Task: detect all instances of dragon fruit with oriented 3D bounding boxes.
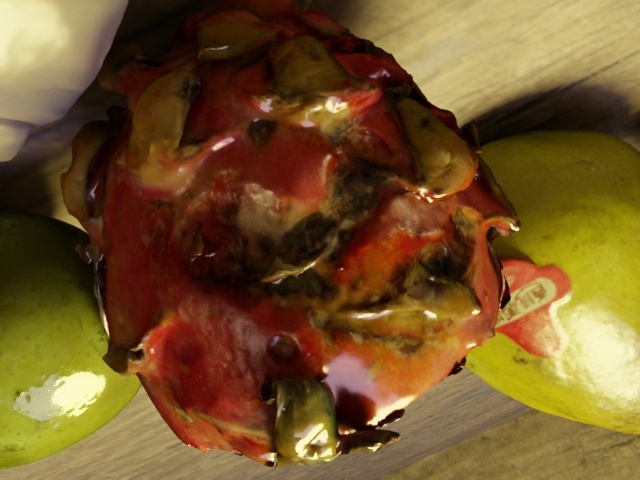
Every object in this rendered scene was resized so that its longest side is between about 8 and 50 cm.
[{"bbox_3d":[-0.053,-0.033,0.689,0.296,0.263,0.314,-40,-155,-26],"label":"dragon fruit"}]

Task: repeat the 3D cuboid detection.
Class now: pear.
[{"bbox_3d":[0.267,0.054,1.033,0.287,0.375,0.287,-44,-178,2],"label":"pear"}]

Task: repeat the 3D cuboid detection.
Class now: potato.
[{"bbox_3d":[-0.287,0.087,0.810,0.304,0.216,0.216,-13,161,19],"label":"potato"}]

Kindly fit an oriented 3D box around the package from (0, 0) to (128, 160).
[{"bbox_3d":[-0.199,-0.150,0.537,0.204,0.062,0.251,9,131,-50],"label":"package"}]
